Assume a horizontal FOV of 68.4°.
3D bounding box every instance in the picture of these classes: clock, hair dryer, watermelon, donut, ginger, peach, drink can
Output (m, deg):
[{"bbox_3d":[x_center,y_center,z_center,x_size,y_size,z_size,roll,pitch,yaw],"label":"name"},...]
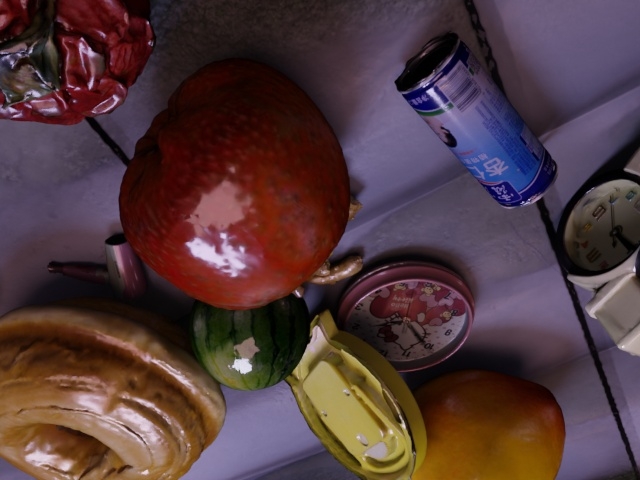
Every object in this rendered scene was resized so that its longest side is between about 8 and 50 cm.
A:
[{"bbox_3d":[0.467,-0.057,0.581,0.120,0.277,0.379,17,125,-15],"label":"clock"},{"bbox_3d":[-0.364,0.046,0.754,0.154,0.054,0.106,-3,119,5],"label":"hair dryer"},{"bbox_3d":[-0.109,0.123,0.737,0.187,0.188,0.215,-8,84,3],"label":"watermelon"},{"bbox_3d":[-0.378,0.272,0.797,0.448,0.198,0.449,4,128,5],"label":"donut"},{"bbox_3d":[0.058,0.273,0.802,0.294,0.071,0.277,55,141,13],"label":"clock"},{"bbox_3d":[0.000,0.000,0.729,0.176,0.053,0.193,-35,119,14],"label":"ginger"},{"bbox_3d":[0.280,0.375,0.869,0.308,0.289,0.289,-41,124,-22],"label":"peach"},{"bbox_3d":[0.206,-0.148,0.612,0.235,0.097,0.097,38,115,-24],"label":"drink can"},{"bbox_3d":[0.148,0.136,0.822,0.244,0.056,0.245,-1,124,-2],"label":"clock"}]

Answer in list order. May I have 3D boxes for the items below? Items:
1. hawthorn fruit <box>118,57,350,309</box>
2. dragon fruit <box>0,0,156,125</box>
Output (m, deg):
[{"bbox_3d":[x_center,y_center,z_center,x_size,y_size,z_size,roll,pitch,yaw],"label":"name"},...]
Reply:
[{"bbox_3d":[-0.095,-0.048,0.571,0.275,0.275,0.300,-26,112,15],"label":"hawthorn fruit"},{"bbox_3d":[-0.300,-0.246,0.450,0.299,0.244,0.244,44,115,1],"label":"dragon fruit"}]
